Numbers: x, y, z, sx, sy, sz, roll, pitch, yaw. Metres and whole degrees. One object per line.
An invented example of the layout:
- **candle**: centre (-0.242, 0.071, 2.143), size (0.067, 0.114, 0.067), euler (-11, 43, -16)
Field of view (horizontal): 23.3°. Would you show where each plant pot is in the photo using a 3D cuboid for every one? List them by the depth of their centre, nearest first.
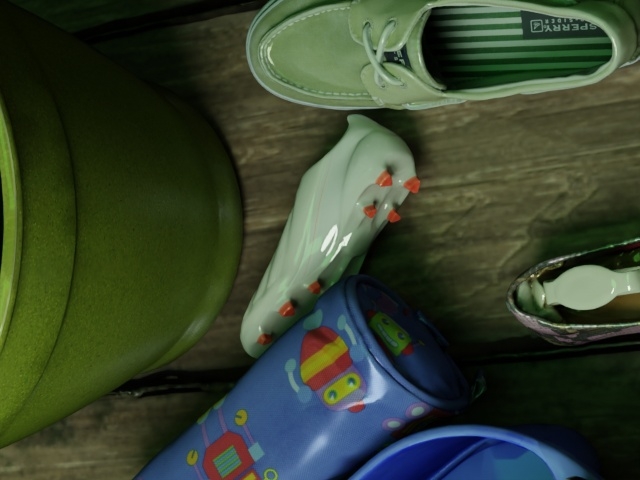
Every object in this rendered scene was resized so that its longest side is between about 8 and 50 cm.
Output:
- **plant pot**: centre (-0.242, -0.009, 1.081), size (0.367, 0.353, 0.366), euler (0, 89, 29)

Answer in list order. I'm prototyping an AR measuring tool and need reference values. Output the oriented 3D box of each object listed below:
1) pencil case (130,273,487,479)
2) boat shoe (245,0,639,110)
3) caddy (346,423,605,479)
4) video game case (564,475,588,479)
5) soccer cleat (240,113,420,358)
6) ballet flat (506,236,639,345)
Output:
- **pencil case**: centre (-0.030, 0.150, 1.091), size (0.306, 0.133, 0.119), euler (-43, 75, 23)
- **boat shoe**: centre (0.073, -0.141, 1.039), size (0.302, 0.094, 0.109), euler (-5, 109, 28)
- **caddy**: centre (0.081, 0.266, 1.002), size (0.341, 0.179, 0.241), euler (-44, 69, 22)
- **video game case**: centre (0.200, 0.272, 0.846), size (0.232, 0.042, 0.210), euler (24, 92, 21)
- **soccer cleat**: centre (0.000, 0.000, 1.117), size (0.196, 0.068, 0.076), euler (-56, 46, 19)
- **ballet flat**: centre (0.220, 0.023, 0.981), size (0.222, 0.079, 0.076), euler (-15, 82, 28)
